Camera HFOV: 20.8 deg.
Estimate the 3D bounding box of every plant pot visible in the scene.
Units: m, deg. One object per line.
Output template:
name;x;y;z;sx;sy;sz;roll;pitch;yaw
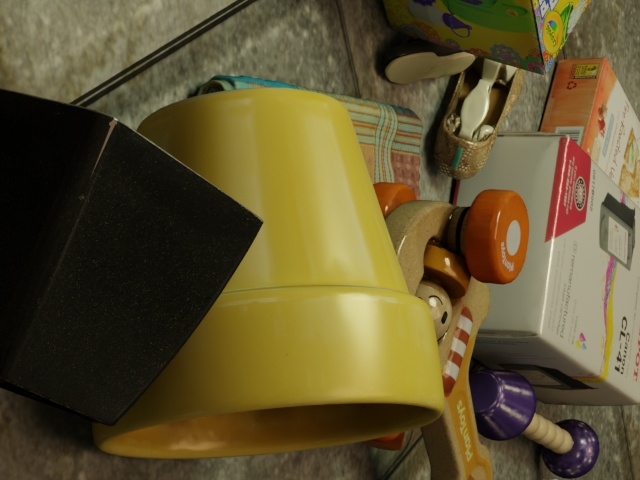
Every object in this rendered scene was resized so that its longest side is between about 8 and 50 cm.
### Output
plant pot;-0.047;0.025;1.278;0.254;0.254;0.239;16;65;-59
plant pot;-0.180;0.014;1.113;0.187;0.188;0.167;35;72;-55

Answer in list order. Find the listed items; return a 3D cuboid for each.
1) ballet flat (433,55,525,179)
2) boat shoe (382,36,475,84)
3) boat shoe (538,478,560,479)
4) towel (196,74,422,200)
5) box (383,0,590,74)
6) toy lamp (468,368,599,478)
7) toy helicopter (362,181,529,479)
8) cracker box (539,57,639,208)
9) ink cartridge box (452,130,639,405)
ballet flat;0.172;-0.156;1.799;0.067;0.073;0.206;102;5;-60
boat shoe;0.100;-0.184;1.718;0.133;0.049;0.042;-14;70;-50
boat shoe;0.260;0.410;1.941;0.109;0.094;0.302;41;56;-52
towel;0.000;0.000;1.548;0.370;0.040;0.271;1;90;-60
box;0.177;-0.363;1.602;0.279;0.177;0.290;-57;151;-24
toy lamp;0.226;0.198;1.903;0.274;0.080;0.080;36;60;-58
toy helicopter;0.101;0.132;1.567;0.235;0.140;0.355;-54;140;-45
cracker box;0.336;-0.090;2.094;0.232;0.067;0.156;51;49;-48
ink cartridge box;0.254;0.038;1.894;0.306;0.131;0.226;31;64;-54
